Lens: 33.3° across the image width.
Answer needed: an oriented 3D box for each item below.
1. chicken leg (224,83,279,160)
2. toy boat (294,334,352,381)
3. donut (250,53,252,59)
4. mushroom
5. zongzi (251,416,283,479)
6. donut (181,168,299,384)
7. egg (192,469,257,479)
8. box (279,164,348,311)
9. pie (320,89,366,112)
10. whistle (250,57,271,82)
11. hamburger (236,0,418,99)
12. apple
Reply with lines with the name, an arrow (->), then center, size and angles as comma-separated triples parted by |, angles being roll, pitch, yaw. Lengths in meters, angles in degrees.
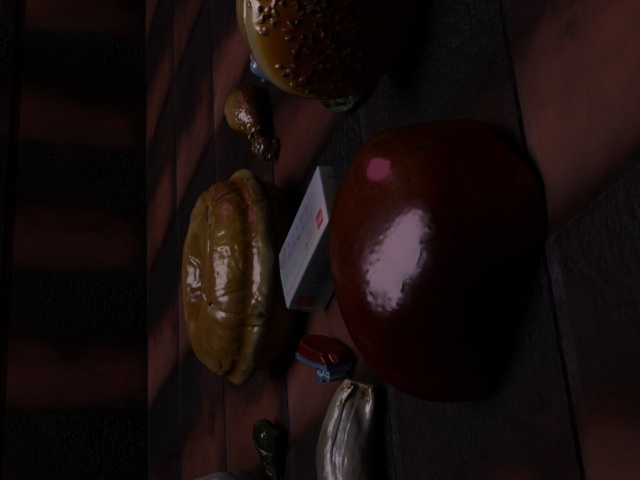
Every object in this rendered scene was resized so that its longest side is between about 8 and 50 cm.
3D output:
chicken leg -> -0.153, -0.265, 2.424 | 0.107, 0.087, 0.251 | -64, 32, 30
toy boat -> 0.003, 0.208, 1.882 | 0.173, 0.069, 0.059 | -161, 63, -64
donut -> -0.107, -0.451, 2.352 | 0.108, 0.065, 0.166 | -116, 36, -55
mushroom -> 0.055, 0.390, 1.666 | 0.122, 0.095, 0.351 | -24, 62, 47
zongzi -> -0.107, 0.430, 2.186 | 0.109, 0.055, 0.119 | -159, 63, -73
donut -> -0.170, 0.074, 2.223 | 0.449, 0.198, 0.449 | -178, 90, -73
egg -> -0.194, 0.587, 2.205 | 0.183, 0.183, 0.217 | 133, 130, -61
box -> 0.000, 0.000, 1.917 | 0.269, 0.079, 0.135 | 115, 153, -46
pie -> 0.035, -0.375, 1.920 | 0.323, 0.070, 0.323 | -177, 90, -72
whistle -> -0.076, -0.416, 2.213 | 0.269, 0.093, 0.180 | 120, 173, -50
hamburger -> 0.010, -0.363, 1.645 | 0.176, 0.300, 0.300 | -150, 66, -62
apple -> 0.151, 0.012, 1.422 | 0.329, 0.295, 0.365 | -39, 36, 11
